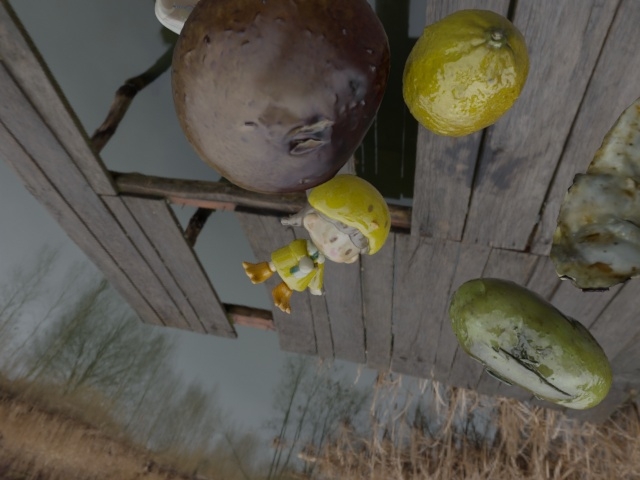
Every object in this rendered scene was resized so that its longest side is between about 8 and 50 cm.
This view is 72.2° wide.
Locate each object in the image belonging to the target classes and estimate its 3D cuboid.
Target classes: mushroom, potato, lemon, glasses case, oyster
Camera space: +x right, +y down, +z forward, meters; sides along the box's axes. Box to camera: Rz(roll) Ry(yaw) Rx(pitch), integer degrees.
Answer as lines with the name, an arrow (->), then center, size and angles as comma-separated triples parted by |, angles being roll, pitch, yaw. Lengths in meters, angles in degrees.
mushroom -> -0.042, -0.263, 0.695 | 0.334, 0.356, 0.331 | 21, 145, -11
potato -> 0.312, 0.155, 0.667 | 0.248, 0.169, 0.143 | 36, 107, 11
lemon -> 0.237, -0.275, 0.731 | 0.192, 0.192, 0.231 | 20, 164, -5
glasses case -> -0.203, -0.403, 0.824 | 0.204, 0.081, 0.051 | 12, 156, -29
oyster -> 0.294, -0.070, 0.347 | 0.294, 0.166, 0.094 | -42, 139, 7

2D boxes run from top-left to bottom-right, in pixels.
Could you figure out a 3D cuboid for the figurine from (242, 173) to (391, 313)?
figurine -> 0.000, 0.000, 0.999 | 0.344, 0.187, 0.215 | -39, 133, 3
